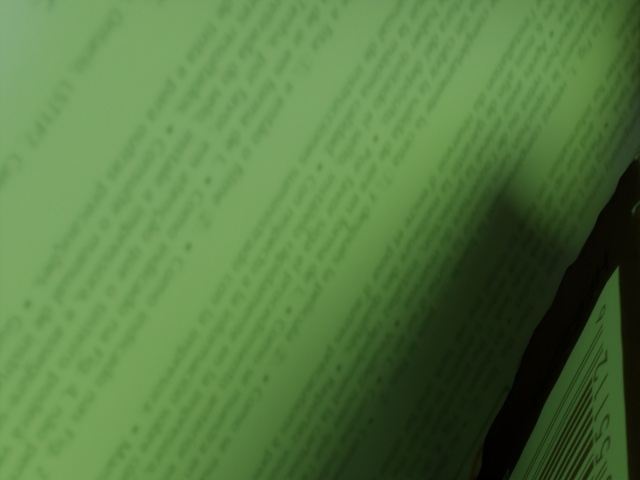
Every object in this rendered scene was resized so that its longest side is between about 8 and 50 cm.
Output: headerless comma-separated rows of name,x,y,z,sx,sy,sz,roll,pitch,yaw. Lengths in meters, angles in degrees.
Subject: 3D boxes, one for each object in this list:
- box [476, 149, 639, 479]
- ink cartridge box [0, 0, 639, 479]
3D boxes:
box,0.228,0.128,0.374,0.381,0.191,0.143,18,124,-4
ink cartridge box,0.000,0.000,0.466,0.308,0.091,0.385,-58,141,-16
